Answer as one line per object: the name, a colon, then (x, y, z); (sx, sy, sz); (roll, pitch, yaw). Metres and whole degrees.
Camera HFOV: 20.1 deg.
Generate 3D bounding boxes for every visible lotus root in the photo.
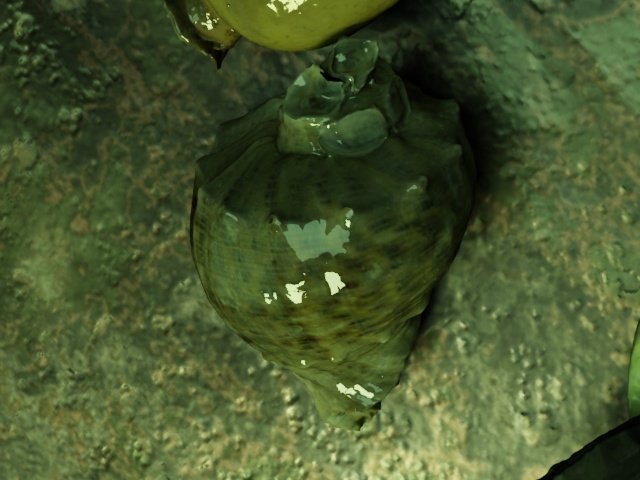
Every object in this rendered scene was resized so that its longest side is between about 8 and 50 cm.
lotus root: (0.014, -0.216, 1.172); (0.303, 0.131, 0.146); (-30, 65, 27)

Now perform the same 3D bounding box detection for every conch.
conch: (-0.006, 0.001, 1.222); (0.210, 0.159, 0.291); (14, 110, 22)

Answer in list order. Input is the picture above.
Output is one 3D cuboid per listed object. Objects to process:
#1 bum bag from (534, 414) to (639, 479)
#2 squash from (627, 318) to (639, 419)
bum bag: (0.257, 0.131, 1.111); (0.340, 0.095, 0.144); (-46, 63, 28)
squash: (0.317, 0.102, 1.152); (0.252, 0.049, 0.252); (7, 105, 27)
